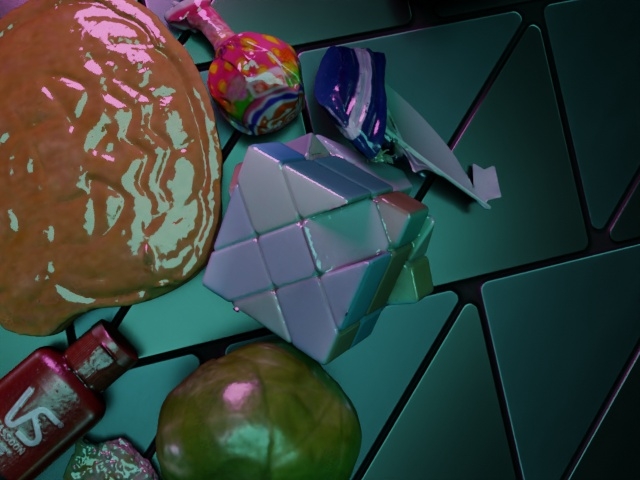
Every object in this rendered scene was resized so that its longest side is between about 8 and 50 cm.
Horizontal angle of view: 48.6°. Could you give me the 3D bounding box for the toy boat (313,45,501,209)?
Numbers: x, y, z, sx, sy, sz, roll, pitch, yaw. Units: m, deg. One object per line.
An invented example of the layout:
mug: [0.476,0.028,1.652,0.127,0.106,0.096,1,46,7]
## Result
toy boat: [0.107,-0.127,0.871,0.291,0.210,0.070,46,126,-4]

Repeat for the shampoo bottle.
shampoo bottle: [-0.359,0.224,0.844,0.314,0.076,0.118,-41,89,-7]

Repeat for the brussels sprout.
brussels sprout: [-0.071,0.221,0.803,0.243,0.244,0.244,0,88,-7]

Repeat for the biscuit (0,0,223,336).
biscuit: [-0.297,-0.098,0.842,0.364,0.062,0.386,-23,87,2]

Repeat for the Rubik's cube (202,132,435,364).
Rubik's cube: [0.000,0.000,0.829,0.265,0.213,0.225,32,114,19]

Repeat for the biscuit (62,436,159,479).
biscuit: [-0.222,0.370,0.877,0.141,0.038,0.290,-44,92,-6]

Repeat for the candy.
candy: [-0.150,-0.290,0.887,0.124,0.124,0.365,-37,85,-7]
